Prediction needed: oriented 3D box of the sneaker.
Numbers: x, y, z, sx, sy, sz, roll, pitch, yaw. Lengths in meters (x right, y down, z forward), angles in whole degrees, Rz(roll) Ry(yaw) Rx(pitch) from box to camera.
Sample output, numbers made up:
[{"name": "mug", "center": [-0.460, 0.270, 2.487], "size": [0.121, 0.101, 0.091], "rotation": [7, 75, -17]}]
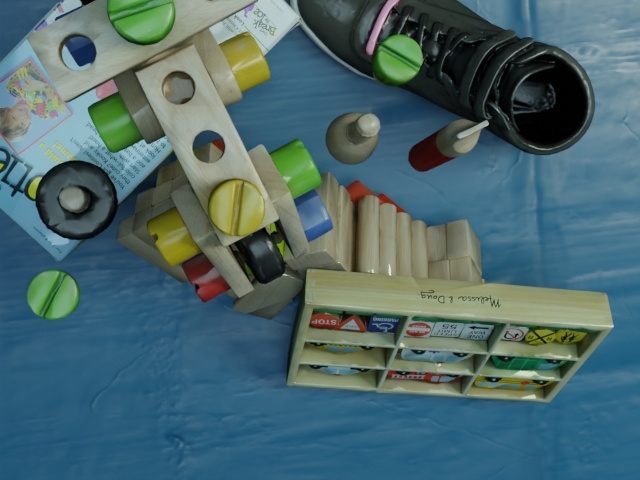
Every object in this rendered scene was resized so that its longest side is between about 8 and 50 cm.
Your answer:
[{"name": "sneaker", "center": [0.114, -0.165, 0.785], "size": [0.296, 0.147, 0.104], "rotation": [25, 99, -8]}]

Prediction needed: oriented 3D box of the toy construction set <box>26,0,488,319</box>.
[{"name": "toy construction set", "center": [-0.044, -0.082, 0.581], "size": [0.309, 0.237, 0.257], "rotation": [-2, 88, -9]}]

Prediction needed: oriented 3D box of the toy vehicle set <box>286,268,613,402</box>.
[{"name": "toy vehicle set", "center": [0.108, 0.093, 0.830], "size": [0.267, 0.166, 0.035], "rotation": [4, 56, -4]}]

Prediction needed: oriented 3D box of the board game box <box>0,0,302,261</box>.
[{"name": "board game box", "center": [-0.166, -0.138, 0.767], "size": [0.275, 0.142, 0.144], "rotation": [-44, 101, 3]}]

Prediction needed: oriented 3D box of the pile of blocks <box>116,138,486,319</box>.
[{"name": "pile of blocks", "center": [0.000, 0.000, 0.834], "size": [0.362, 0.149, 0.112], "rotation": [20, 54, -23]}]
